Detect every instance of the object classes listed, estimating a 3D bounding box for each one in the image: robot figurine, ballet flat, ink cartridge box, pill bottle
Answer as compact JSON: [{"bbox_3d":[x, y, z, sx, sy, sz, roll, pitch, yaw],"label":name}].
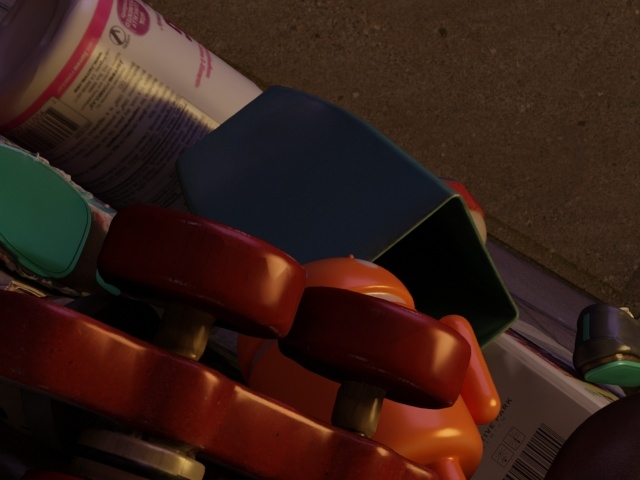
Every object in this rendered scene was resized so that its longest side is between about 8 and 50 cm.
[{"bbox_3d":[0.021,0.103,1.146,0.128,0.158,0.219,32,28,-56],"label":"robot figurine"},{"bbox_3d":[0.264,0.093,1.451,0.074,0.074,0.203,38,9,39],"label":"ballet flat"},{"bbox_3d":[0.169,0.152,1.508,0.272,0.130,0.309,37,6,30],"label":"ink cartridge box"},{"bbox_3d":[-0.143,-0.100,1.533,0.283,0.160,0.160,35,5,-29],"label":"pill bottle"},{"bbox_3d":[-0.179,0.010,1.323,0.241,0.091,0.077,34,-24,-18],"label":"ballet flat"}]

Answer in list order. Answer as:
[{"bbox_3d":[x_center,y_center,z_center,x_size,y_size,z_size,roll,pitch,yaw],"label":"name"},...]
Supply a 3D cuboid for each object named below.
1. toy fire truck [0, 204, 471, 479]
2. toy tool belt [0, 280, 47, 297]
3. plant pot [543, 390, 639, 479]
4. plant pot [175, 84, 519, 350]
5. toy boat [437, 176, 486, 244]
[{"bbox_3d":[-0.088,0.090,0.931,0.302,0.169,0.254,27,-14,-40],"label":"toy fire truck"},{"bbox_3d":[-0.186,0.052,1.064,0.051,0.052,0.083,27,5,25],"label":"toy tool belt"},{"bbox_3d":[0.200,0.220,1.075,0.215,0.215,0.230,34,22,15],"label":"plant pot"},{"bbox_3d":[0.000,0.000,1.364,0.234,0.166,0.165,46,-8,41],"label":"plant pot"},{"bbox_3d":[0.027,-0.011,1.602,0.151,0.231,0.151,6,56,-47],"label":"toy boat"}]
